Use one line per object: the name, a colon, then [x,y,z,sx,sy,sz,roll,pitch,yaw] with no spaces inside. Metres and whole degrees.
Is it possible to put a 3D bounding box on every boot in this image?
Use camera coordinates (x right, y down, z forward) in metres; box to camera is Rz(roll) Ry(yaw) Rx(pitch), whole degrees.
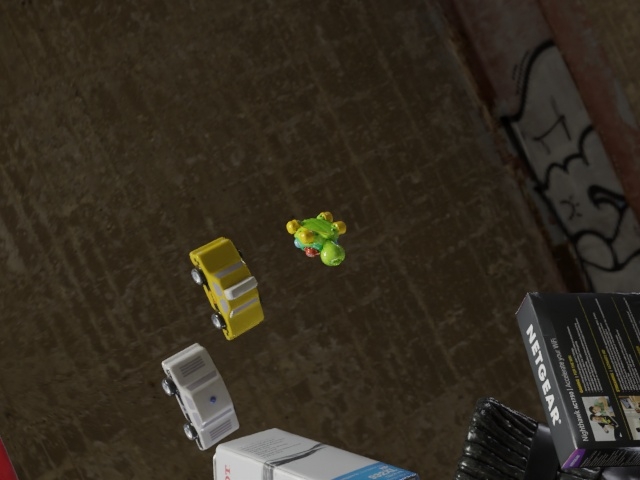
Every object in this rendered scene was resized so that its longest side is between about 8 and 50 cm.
boot: [0.269,0.337,0.874,0.260,0.131,0.348,17,-152,6]

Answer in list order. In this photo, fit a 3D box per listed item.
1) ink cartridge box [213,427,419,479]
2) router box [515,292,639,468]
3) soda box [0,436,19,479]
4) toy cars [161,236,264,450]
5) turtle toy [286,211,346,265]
ink cartridge box: [-0.011,0.423,1.136,0.129,0.307,0.223,-7,-84,-43]
router box: [0.285,0.134,0.781,0.133,0.046,0.179,1,-131,-8]
soda box: [-0.345,0.284,0.798,0.083,0.263,0.092,-17,-58,-29]
toy cars: [-0.185,0.188,1.439,0.176,0.087,0.393,20,-104,-30]
turtle toy: [0.000,0.000,1.448,0.095,0.130,0.066,-15,-59,-26]
